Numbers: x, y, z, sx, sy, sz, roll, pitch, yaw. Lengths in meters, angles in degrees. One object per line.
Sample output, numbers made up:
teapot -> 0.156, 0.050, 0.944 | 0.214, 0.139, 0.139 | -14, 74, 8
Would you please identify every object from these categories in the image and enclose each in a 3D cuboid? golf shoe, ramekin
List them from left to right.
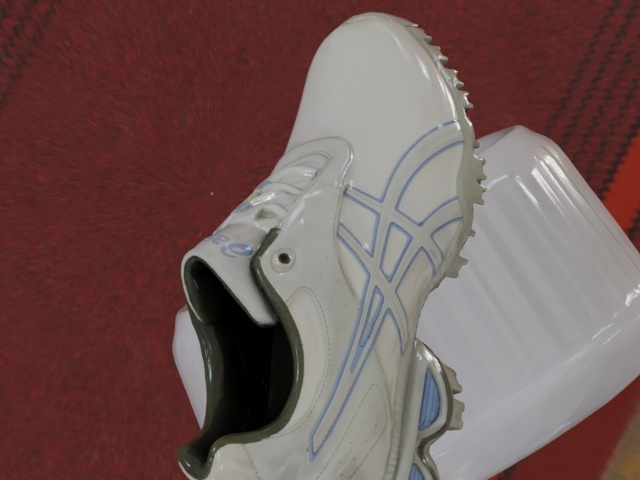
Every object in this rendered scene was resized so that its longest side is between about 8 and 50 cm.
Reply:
golf shoe -> 0.000, 0.000, 0.362 | 0.086, 0.069, 0.176 | 22, 61, -40
ramekin -> 0.043, 0.042, 0.656 | 0.272, 0.273, 0.127 | -30, 93, -3
